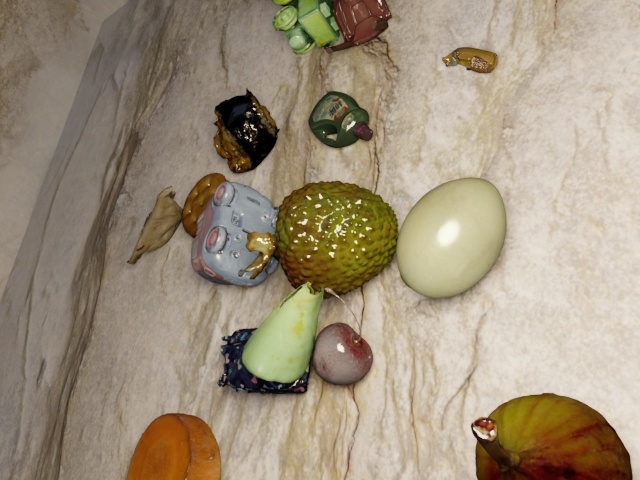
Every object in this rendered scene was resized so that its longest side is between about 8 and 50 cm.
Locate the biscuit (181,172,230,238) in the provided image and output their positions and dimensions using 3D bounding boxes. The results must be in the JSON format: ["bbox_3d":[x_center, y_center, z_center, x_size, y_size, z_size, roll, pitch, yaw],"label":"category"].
[{"bbox_3d":[-0.360,-0.109,1.755,0.220,0.066,0.220,-22,52,32],"label":"biscuit"}]

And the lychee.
[{"bbox_3d":[0.011,-0.001,1.212,0.320,0.270,0.270,1,67,39],"label":"lychee"}]

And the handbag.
[{"bbox_3d":[-0.122,0.273,1.285,0.260,0.113,0.162,-13,65,35],"label":"handbag"}]

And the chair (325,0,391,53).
[{"bbox_3d":[0.120,-0.674,1.621,0.175,0.183,0.326,-19,10,35],"label":"chair"}]

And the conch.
[{"bbox_3d":[-0.066,0.178,1.132,0.137,0.143,0.251,29,103,36],"label":"conch"}]

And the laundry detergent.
[{"bbox_3d":[0.061,-0.309,1.488,0.144,0.078,0.222,-51,45,9],"label":"laundry detergent"}]

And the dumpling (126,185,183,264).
[{"bbox_3d":[-0.524,-0.048,1.854,0.086,0.166,0.332,40,118,6],"label":"dumpling"}]

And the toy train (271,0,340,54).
[{"bbox_3d":[-0.042,-0.726,1.769,0.188,0.159,0.272,-18,55,27],"label":"toy train"}]

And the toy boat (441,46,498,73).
[{"bbox_3d":[0.350,-0.425,1.311,0.149,0.047,0.049,29,88,46],"label":"toy boat"}]

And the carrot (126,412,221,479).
[{"bbox_3d":[-0.370,0.553,1.356,0.307,0.100,0.258,29,84,49],"label":"carrot"}]

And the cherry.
[{"bbox_3d":[0.021,0.216,1.158,0.115,0.188,0.148,-41,-4,-26],"label":"cherry"}]

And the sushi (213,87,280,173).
[{"bbox_3d":[-0.239,-0.332,1.701,0.204,0.213,0.200,-29,25,9],"label":"sushi"}]

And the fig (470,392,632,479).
[{"bbox_3d":[0.277,0.297,0.756,0.217,0.321,0.217,-27,48,34],"label":"fig"}]

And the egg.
[{"bbox_3d":[0.249,-0.006,1.055,0.253,0.186,0.186,-53,43,5],"label":"egg"}]

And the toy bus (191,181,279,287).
[{"bbox_3d":[-0.247,-0.003,1.513,0.232,0.197,0.294,-25,52,42],"label":"toy bus"}]
